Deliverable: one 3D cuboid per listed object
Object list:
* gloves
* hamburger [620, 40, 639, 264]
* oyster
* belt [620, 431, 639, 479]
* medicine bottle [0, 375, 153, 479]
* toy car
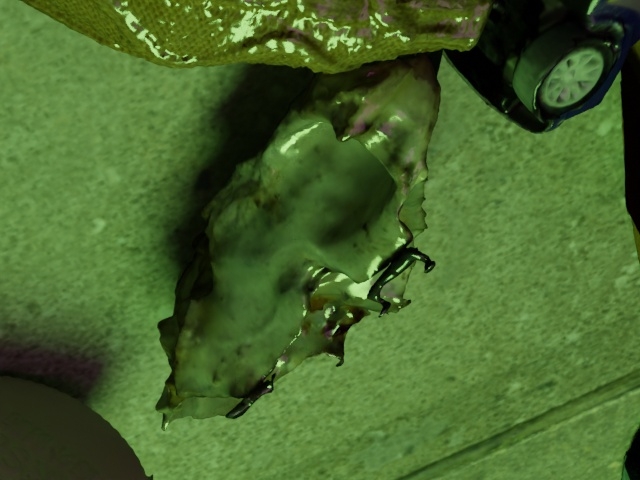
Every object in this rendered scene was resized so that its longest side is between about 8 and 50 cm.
[{"bbox_3d":[-0.063,-0.167,0.919,0.356,0.155,0.203,6,138,-9],"label":"gloves"},{"bbox_3d":[0.287,-0.037,1.151,0.170,0.302,0.302,-10,135,-2],"label":"hamburger"},{"bbox_3d":[-0.006,0.003,1.132,0.198,0.133,0.337,-47,175,-35],"label":"oyster"},{"bbox_3d":[0.321,0.182,1.519,0.151,0.078,0.198,-2,133,-24],"label":"belt"},{"bbox_3d":[-0.243,0.247,1.264,0.178,0.178,0.290,9,126,-30],"label":"medicine bottle"},{"bbox_3d":[0.147,-0.183,1.045,0.158,0.172,0.235,-14,142,-31],"label":"toy car"}]
